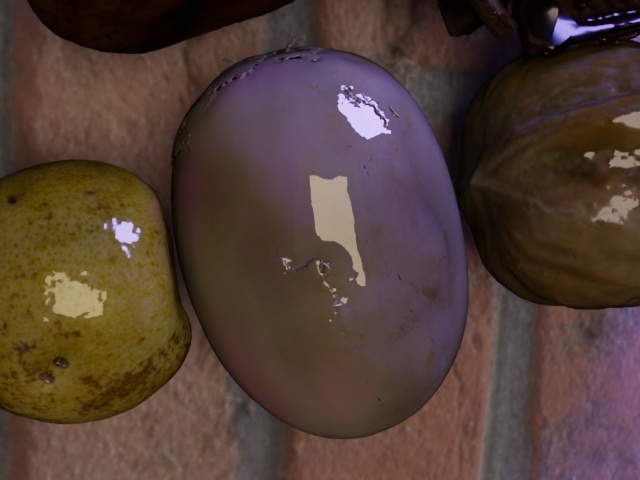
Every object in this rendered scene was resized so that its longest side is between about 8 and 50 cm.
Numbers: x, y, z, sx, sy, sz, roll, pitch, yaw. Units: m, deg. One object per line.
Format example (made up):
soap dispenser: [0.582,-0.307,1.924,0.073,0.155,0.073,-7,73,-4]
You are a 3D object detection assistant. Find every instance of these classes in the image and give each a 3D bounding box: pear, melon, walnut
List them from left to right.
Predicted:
pear: [-0.196,0.038,0.681,0.197,0.197,0.197,-3,99,-16]
melon: [0.000,0.000,0.717,0.223,0.223,0.316,-18,108,-13]
walnut: [0.253,-0.057,0.770,0.283,0.283,0.227,-6,76,-16]

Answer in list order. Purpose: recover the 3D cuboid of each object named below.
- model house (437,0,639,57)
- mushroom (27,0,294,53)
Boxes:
model house: [0.208,-0.314,0.753,0.283,0.317,0.297,25,122,-39]
mushroom: [-0.073,-0.254,0.649,0.267,0.267,0.254,8,87,-18]
